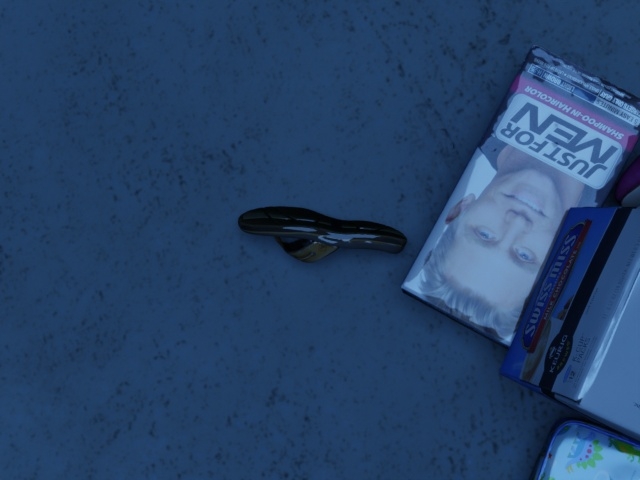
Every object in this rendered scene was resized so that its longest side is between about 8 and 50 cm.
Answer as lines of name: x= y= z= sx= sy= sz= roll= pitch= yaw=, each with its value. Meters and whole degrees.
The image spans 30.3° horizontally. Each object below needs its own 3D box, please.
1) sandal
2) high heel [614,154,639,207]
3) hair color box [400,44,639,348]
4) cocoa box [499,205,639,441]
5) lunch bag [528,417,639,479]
sandal: x=0.000 y=0.000 z=1.527 sx=0.219 sy=0.090 sz=0.060 roll=8 pitch=107 yaw=0
high heel: x=0.499 y=-0.197 z=1.490 sx=0.377 sy=0.127 sz=0.181 roll=-33 pitch=61 yaw=2
hair color box: x=0.258 y=-0.048 z=1.483 sx=0.174 sy=0.105 sz=0.347 roll=28 pitch=88 yaw=8
cocoa box: x=0.426 y=0.131 z=1.340 sx=0.347 sy=0.228 sz=0.231 roll=25 pitch=87 yaw=-13
lunch bag: x=0.333 y=0.340 z=1.443 sx=0.176 sy=0.090 sz=0.219 roll=20 pitch=87 yaw=8
